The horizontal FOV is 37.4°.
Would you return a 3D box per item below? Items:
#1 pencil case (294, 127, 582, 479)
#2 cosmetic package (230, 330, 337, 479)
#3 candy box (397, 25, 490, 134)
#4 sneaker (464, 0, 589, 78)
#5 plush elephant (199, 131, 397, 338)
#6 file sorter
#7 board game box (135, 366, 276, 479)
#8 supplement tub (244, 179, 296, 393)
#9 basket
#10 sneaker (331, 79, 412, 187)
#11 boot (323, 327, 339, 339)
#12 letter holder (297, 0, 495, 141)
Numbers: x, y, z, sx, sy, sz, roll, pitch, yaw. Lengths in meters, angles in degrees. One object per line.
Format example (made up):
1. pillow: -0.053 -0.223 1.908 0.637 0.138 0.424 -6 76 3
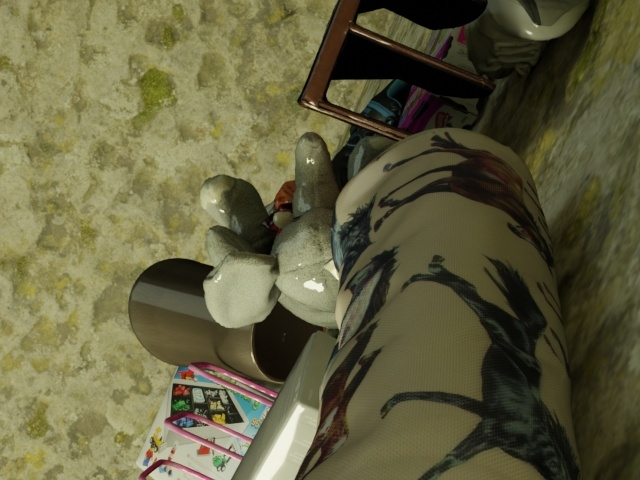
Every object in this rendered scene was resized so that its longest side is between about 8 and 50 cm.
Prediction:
1. pencil case: 0.066 0.090 0.596 0.183 0.160 0.410 -48 15 29
2. cosmetic package: -0.003 0.216 0.892 0.238 0.127 0.107 -59 10 36
3. candy box: 0.178 -0.233 1.243 0.159 0.071 0.233 127 164 -66
4. sneaker: 0.206 -0.223 0.970 0.297 0.111 0.129 -79 -4 -73
5. plush elephant: 0.000 0.000 1.081 0.255 0.272 0.330 93 168 -69
6. file sorter: -0.121 0.305 1.118 0.202 0.182 0.291 75 -142 -82
7. board game box: -0.140 0.293 1.363 0.305 0.053 0.193 17 82 50
8. supplement tub: -0.055 0.075 1.512 0.193 0.193 0.316 -81 15 -66
9. basket: -0.120 0.113 1.298 0.227 0.204 0.154 5 72 47
10. sneaker: 0.090 -0.134 1.389 0.140 0.125 0.341 -55 15 40
11. boot: 0.023 0.112 1.315 0.152 0.073 0.197 -86 12 -49
12. letter holder: 0.103 -0.171 0.968 0.302 0.214 0.152 -103 35 -82
